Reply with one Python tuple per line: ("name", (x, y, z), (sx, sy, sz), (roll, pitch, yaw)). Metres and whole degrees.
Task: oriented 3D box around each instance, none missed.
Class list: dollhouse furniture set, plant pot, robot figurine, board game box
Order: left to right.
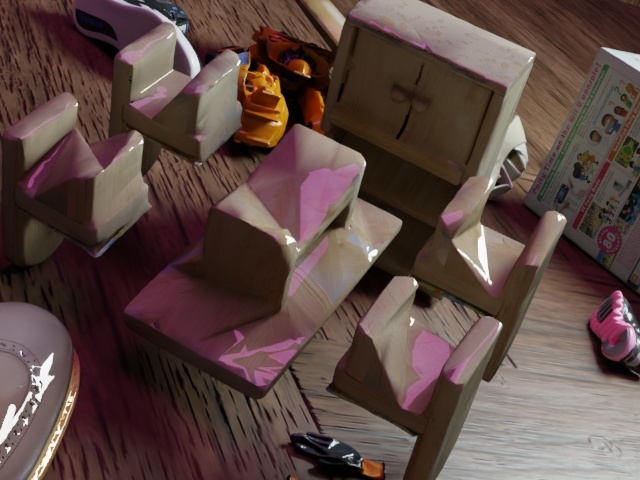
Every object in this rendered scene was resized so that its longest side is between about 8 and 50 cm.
("robot figurine", (-0.030, -0.171, 1.389), (0.211, 0.085, 0.291), (18, 25, -15))
("dollhouse furniture set", (0.000, 0.000, 0.978), (0.362, 0.256, 0.394), (27, 44, 15))
("plant pot", (0.046, -0.231, 1.494), (0.236, 0.032, 0.236), (52, 4, -5))
("board game box", (0.408, -0.057, 1.380), (0.097, 0.224, 0.303), (-1, 35, -42))

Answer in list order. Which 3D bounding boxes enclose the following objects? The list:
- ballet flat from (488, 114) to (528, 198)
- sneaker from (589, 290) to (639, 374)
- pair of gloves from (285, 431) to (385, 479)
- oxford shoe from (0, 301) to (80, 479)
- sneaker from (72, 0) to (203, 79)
("ballet flat", (0.217, -0.098, 1.491), (0.086, 0.086, 0.248), (30, 26, 14))
("sneaker", (0.312, 0.097, 1.207), (0.057, 0.047, 0.119), (35, 26, -12))
("pair of gloves", (0.012, 0.164, 0.825), (0.074, 0.010, 0.083), (20, 23, -7))
("oxford shoe", (-0.223, 0.094, 0.605), (0.130, 0.132, 0.364), (27, 24, 9))
("sneaker", (-0.184, -0.245, 1.407), (0.217, 0.079, 0.121), (37, 29, 31))
